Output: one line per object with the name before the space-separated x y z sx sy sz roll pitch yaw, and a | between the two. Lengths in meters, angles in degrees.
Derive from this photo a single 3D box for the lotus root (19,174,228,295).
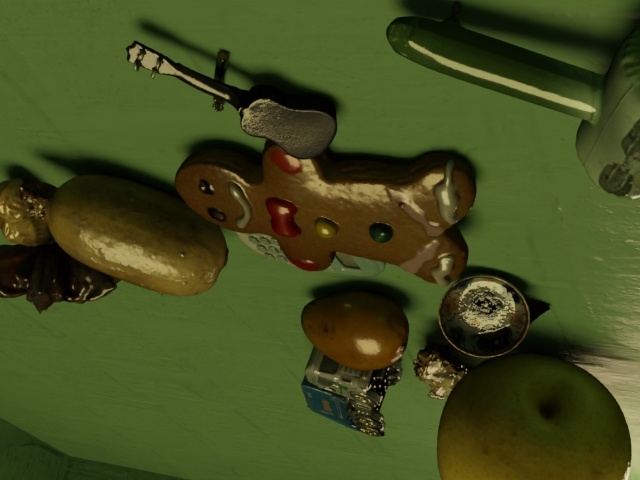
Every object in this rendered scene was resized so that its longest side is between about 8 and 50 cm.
lotus root | -0.313 -0.013 1.592 0.342 0.152 0.169 19 156 -14

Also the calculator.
calculator | 0.000 0.000 1.565 0.295 0.042 0.184 5 154 29

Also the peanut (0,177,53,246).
peanut | -0.509 -0.047 1.719 0.093 0.083 0.194 -25 157 -5

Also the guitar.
guitar | -0.107 -0.173 1.212 0.271 0.038 0.084 20 129 -19

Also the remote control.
remote control | 0.295 0.150 1.692 0.025 0.063 0.245 62 150 5

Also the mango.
mango | 0.060 0.157 1.762 0.221 0.120 0.152 -9 125 51

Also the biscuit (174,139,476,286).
biscuit | -0.005 -0.036 1.397 0.431 0.064 0.283 10 143 13

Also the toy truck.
toy truck | 0.064 0.277 1.994 0.175 0.146 0.367 16 156 11

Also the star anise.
star anise | -0.494 0.060 1.808 0.315 0.108 0.315 3 -168 -1

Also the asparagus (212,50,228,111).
asparagus | -0.125 -0.195 1.251 0.018 0.015 0.127 17 156 -2

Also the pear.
pear | 0.368 0.363 1.756 0.348 0.349 0.348 13 156 6

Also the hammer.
hammer | 0.226 -0.163 1.006 0.335 0.119 0.206 21 156 6

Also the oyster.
oyster | 0.245 0.245 1.901 0.128 0.079 0.345 3 160 22

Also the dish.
dish | 0.260 0.106 1.594 0.141 0.078 0.141 4 110 10
